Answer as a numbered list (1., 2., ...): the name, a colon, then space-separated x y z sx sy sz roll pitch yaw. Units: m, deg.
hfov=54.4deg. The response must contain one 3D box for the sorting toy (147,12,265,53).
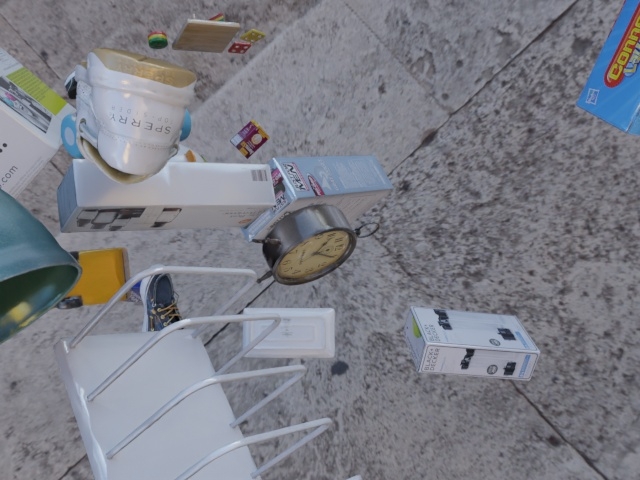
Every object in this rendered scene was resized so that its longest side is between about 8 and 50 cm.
1. sorting toy: -0.275 -0.513 1.526 0.275 0.132 0.046 -6 81 -30

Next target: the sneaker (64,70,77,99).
1. sneaker: -0.565 -0.405 1.593 0.178 0.072 0.077 -29 66 -3

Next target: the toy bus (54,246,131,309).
1. toy bus: -0.544 0.078 1.196 0.333 0.130 0.108 -5 93 -11

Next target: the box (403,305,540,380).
1. box: 0.367 0.253 1.543 0.290 0.169 0.087 6 116 -8

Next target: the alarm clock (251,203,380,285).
1. alarm clock: 0.000 0.000 0.887 0.192 0.129 0.064 -12 58 -22

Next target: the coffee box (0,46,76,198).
1. coffee box: -0.739 -0.212 1.241 0.337 0.338 0.334 -44 115 8

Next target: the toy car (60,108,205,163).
1. toy car: -0.263 -0.128 1.036 0.238 0.219 0.210 12 112 39

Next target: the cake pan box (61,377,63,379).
1. cake pan box: -0.547 0.413 1.749 0.267 0.245 0.070 -3 54 22

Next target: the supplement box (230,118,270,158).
1. supplement box: -0.182 -0.262 1.612 0.083 0.043 0.055 -44 134 1

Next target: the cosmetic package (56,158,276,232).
1. cosmetic package: -0.183 -0.051 0.756 0.239 0.099 0.060 -3 77 -33

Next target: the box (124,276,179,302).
1. box: -0.532 0.140 1.760 0.225 0.136 0.036 3 66 14

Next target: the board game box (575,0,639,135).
1. board game box: 0.472 -0.247 0.655 0.308 0.086 0.301 4 120 -24

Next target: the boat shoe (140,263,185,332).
1. boat shoe: -0.286 0.134 1.163 0.083 0.065 0.183 29 125 30

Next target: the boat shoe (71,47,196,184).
1. boat shoe: -0.168 -0.097 0.534 0.098 0.277 0.096 10 96 -17

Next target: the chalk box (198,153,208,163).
1. chalk box: -0.410 -0.160 1.779 0.213 0.132 0.132 9 62 34

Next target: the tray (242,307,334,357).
1. tray: -0.094 0.268 1.811 0.271 0.030 0.145 0 82 4

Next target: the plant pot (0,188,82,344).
1. plant pot: -0.423 0.026 0.619 0.293 0.293 0.196 -34 87 -2

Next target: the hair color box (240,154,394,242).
1. hair color box: -0.012 -0.107 1.491 0.185 0.375 0.113 -40 72 37

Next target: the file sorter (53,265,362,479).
1. file sorter: -0.116 0.180 0.659 0.173 0.193 0.277 -42 63 26
